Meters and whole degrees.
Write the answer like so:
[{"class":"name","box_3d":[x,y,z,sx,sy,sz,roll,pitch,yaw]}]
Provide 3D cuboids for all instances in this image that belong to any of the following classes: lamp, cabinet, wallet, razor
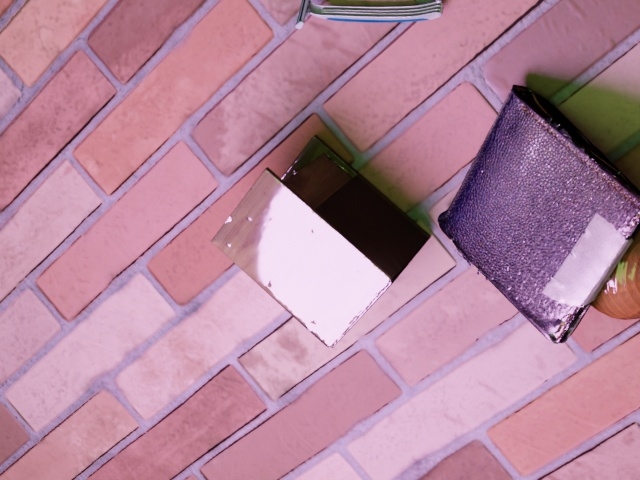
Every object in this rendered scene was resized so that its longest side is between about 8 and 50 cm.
[{"class":"lamp","box_3d":[0.380,0.030,1.504,0.136,0.136,0.136,8,112,20]},{"class":"cabinet","box_3d":[0.000,0.000,1.629,0.215,0.175,0.148,42,119,2]},{"class":"wallet","box_3d":[0.273,-0.034,1.504,0.262,0.071,0.221,52,124,40]},{"class":"razor","box_3d":[0.065,-0.296,1.569,0.191,0.037,0.068,5,70,17]}]
